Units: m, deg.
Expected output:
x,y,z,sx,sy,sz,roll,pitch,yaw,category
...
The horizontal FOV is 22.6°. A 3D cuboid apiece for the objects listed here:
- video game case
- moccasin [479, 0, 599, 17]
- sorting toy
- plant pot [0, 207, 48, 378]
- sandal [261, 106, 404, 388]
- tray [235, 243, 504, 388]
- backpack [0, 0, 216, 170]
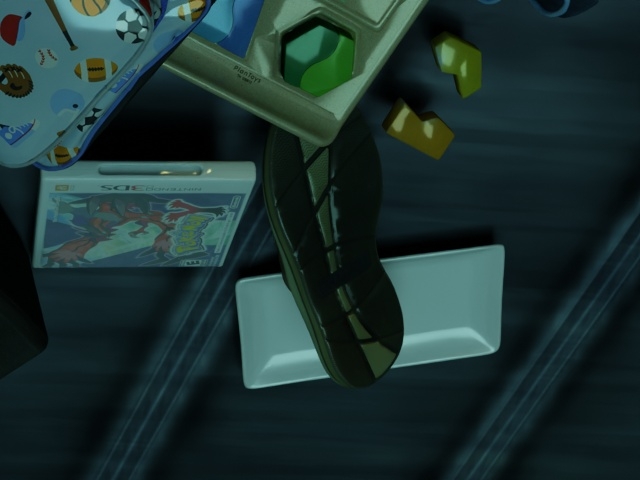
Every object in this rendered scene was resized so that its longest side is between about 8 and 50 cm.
x,y,z,sx,sy,sz,roll,pitch,yaw,category
-0.164,-0.020,1.443,0.184,0.023,0.201,0,158,-13,video game case
0.216,-0.238,1.340,0.342,0.137,0.116,5,109,-20,moccasin
0.022,-0.192,1.378,0.307,0.041,0.229,25,108,-25,sorting toy
-0.350,0.045,1.423,0.187,0.188,0.167,-32,139,11,plant pot
-0.001,0.002,1.507,0.120,0.086,0.302,-23,118,-26,sandal
0.050,0.070,1.616,0.270,0.030,0.145,-8,126,-7,tray
-0.235,-0.206,1.233,0.263,0.213,0.276,42,113,-10,backpack
